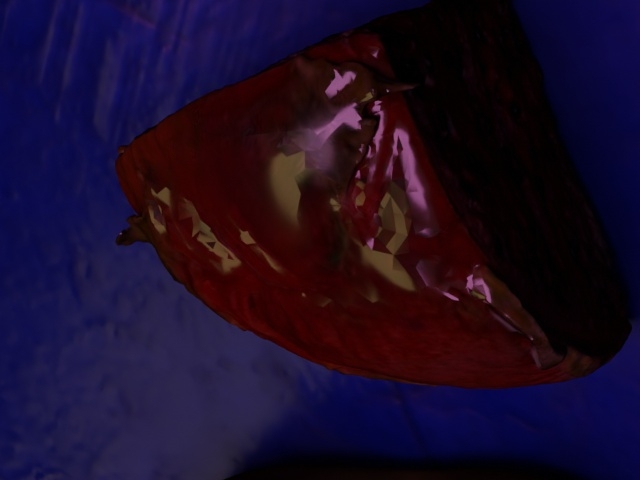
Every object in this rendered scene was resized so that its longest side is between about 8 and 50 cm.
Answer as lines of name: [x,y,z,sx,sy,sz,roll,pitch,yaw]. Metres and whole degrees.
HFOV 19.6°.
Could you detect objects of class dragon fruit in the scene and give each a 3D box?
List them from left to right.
dragon fruit: [0.001,0.002,0.558,0.161,0.127,0.120,-16,94,34]

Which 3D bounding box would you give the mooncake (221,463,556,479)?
mooncake: [0.026,0.191,0.631,0.235,0.117,0.235,10,113,25]
